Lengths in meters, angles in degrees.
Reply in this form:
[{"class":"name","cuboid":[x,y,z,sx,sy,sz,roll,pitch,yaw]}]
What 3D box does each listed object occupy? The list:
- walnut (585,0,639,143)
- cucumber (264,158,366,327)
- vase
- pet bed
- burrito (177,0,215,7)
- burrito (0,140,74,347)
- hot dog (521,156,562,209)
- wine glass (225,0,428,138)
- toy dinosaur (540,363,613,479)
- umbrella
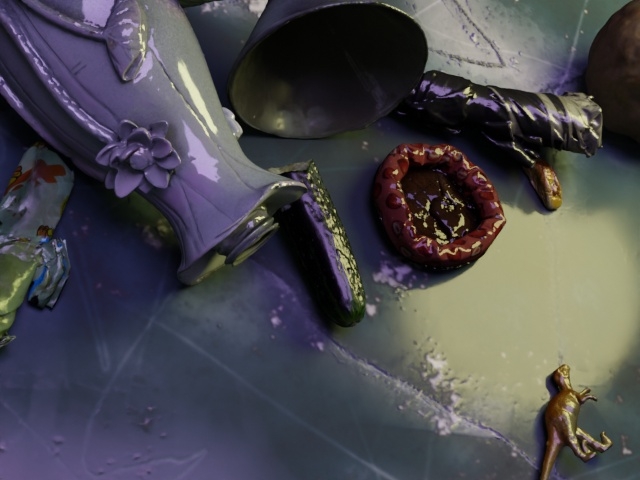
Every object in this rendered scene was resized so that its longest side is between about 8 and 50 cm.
[{"class":"walnut","cuboid":[0.534,-0.263,1.680,0.248,0.248,0.248,10,58,-17]},{"class":"cucumber","cuboid":[-0.001,0.000,1.393,0.074,0.074,0.241,-14,68,-29]},{"class":"vase","cuboid":[-0.214,-0.164,1.312,0.250,0.250,0.445,-35,82,-34]},{"class":"pet bed","cuboid":[0.160,-0.050,1.502,0.201,0.053,0.201,14,53,-19]},{"class":"burrito","cuboid":[-0.163,-0.339,1.402,0.066,0.309,0.096,29,85,-28]},{"class":"burrito","cuboid":[-0.333,0.012,1.260,0.104,0.054,0.288,22,53,-12]},{"class":"hot dog","cuboid":[0.327,-0.089,1.606,0.030,0.034,0.090,-15,67,-30]},{"class":"wine glass","cuboid":[-0.037,-0.374,1.498,0.267,0.267,0.406,-3,59,-24]},{"class":"toy dinosaur","cuboid":[0.299,0.235,1.403,0.162,0.039,0.126,-24,62,-27]},{"class":"umbrella","cuboid":[0.230,-0.185,1.591,0.357,0.106,0.113,10,29,-6]}]
